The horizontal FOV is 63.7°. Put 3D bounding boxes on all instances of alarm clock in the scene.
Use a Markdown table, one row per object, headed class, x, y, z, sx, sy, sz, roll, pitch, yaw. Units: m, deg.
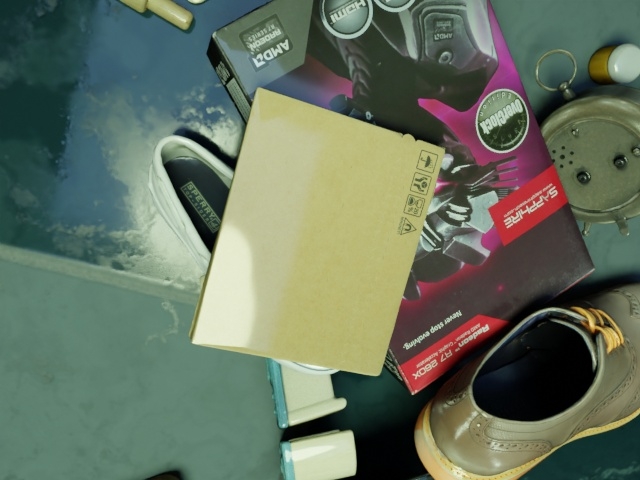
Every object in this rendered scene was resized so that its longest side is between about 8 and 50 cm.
| class | x | y | z | sx | sy | sz | roll | pitch | yaw |
| --- | --- | --- | --- | --- | --- | --- | --- | --- | --- |
| alarm clock | 0.265 | -0.098 | 0.506 | 0.064 | 0.129 | 0.192 | -31 | 93 | -41 |

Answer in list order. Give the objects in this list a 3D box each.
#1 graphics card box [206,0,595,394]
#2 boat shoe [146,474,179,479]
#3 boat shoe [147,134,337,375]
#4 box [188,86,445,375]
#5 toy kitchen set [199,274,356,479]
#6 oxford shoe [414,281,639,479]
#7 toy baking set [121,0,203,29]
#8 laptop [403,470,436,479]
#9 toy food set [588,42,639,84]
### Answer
| class | x | y | z | sx | sy | sz | roll | pitch | yaw |
| --- | --- | --- | --- | --- | --- | --- | --- | --- | --- |
| graphics card box | 0.087 | -0.068 | 0.488 | 0.232 | 0.094 | 0.371 | -31 | 105 | -7 |
| boat shoe | -0.264 | 0.360 | 0.545 | 0.285 | 0.104 | 0.089 | -25 | 104 | -3 |
| boat shoe | -0.063 | 0.017 | 0.455 | 0.258 | 0.084 | 0.095 | 44 | 71 | 3 |
| box | 0.000 | 0.000 | 0.415 | 0.164 | 0.021 | 0.202 | 14 | 95 | -17 |
| toy kitchen set | -0.048 | 0.149 | 0.551 | 0.122 | 0.166 | 0.207 | -8 | 69 | -8 |
| oxford shoe | 0.261 | 0.118 | 0.507 | 0.363 | 0.130 | 0.133 | -24 | 145 | -26 |
| toy baking set | -0.130 | -0.292 | 0.438 | 0.256 | 0.030 | 0.197 | 32 | 97 | -16 |
| laptop | 0.113 | 0.326 | 0.563 | 0.136 | 0.264 | 0.235 | -12 | 99 | 32 |
| toy food set | 0.375 | -0.105 | 0.532 | 0.232 | 0.104 | 0.111 | 37 | 96 | -16 |
